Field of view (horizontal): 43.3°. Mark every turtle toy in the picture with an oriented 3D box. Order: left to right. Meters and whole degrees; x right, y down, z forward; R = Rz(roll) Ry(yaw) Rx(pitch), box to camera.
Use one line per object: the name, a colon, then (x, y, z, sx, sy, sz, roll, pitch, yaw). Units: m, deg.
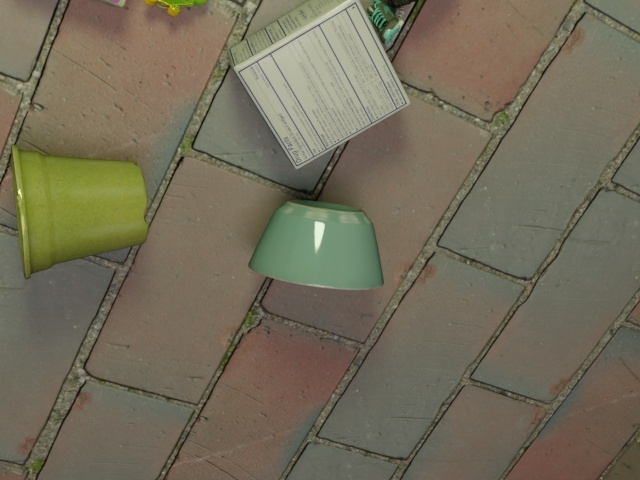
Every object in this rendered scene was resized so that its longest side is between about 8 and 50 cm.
turtle toy: (-0.283, -0.498, 1.591, 0.130, 0.066, 0.095, 20, 136, -24)

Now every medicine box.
medicine box: (-0.005, -0.344, 1.691, 0.289, 0.149, 0.263, -29, 121, 5)

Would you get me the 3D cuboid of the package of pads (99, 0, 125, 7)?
package of pads: (-0.430, -0.606, 1.480, 0.229, 0.101, 0.296, 16, 114, -21)

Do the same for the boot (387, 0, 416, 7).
boot: (0.093, -0.574, 1.593, 0.348, 0.131, 0.260, -22, 121, 0)

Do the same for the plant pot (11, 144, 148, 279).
plant pot: (-0.502, -0.068, 1.693, 0.254, 0.276, 0.276, -5, 120, -22)

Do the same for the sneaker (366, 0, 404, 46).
sneaker: (0.127, -0.452, 1.658, 0.076, 0.166, 0.065, 28, 118, -11)

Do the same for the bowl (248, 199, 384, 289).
bowl: (0.000, 0.000, 1.826, 0.312, 0.311, 0.163, 5, 99, -15)
